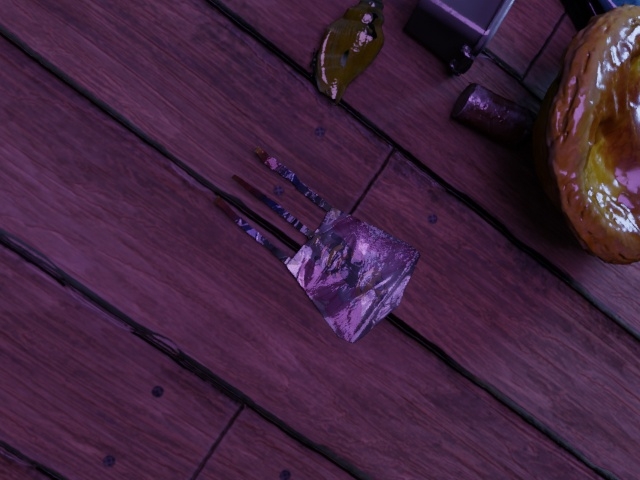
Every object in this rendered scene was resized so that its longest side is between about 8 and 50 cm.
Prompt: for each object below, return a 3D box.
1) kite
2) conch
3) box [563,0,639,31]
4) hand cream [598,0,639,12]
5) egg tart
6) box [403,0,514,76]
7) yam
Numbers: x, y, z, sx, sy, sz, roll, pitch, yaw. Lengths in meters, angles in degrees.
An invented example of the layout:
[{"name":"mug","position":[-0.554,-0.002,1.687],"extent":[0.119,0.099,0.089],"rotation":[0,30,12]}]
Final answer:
[{"name":"kite","position":[-0.001,0.000,1.275],"extent":[0.360,0.022,0.204],"rotation":[42,77,-14]},{"name":"conch","position":[0.052,-0.331,1.285],"extent":[0.095,0.079,0.201],"rotation":[39,86,8]},{"name":"box","position":[0.575,-0.516,1.420],"extent":[0.289,0.073,0.290],"rotation":[-32,102,-8]},{"name":"hand cream","position":[0.524,-0.437,1.362],"extent":[0.083,0.048,0.224],"rotation":[-31,96,-9]},{"name":"egg tart","position":[0.493,-0.177,1.310],"extent":[0.443,0.178,0.443],"rotation":[-3,95,-40]},{"name":"box","position":[0.253,-0.422,1.306],"extent":[0.135,0.163,0.243],"rotation":[31,80,-3]},{"name":"yam","position":[0.308,-0.219,1.346],"extent":[0.141,0.079,0.079],"rotation":[24,81,-12]}]
